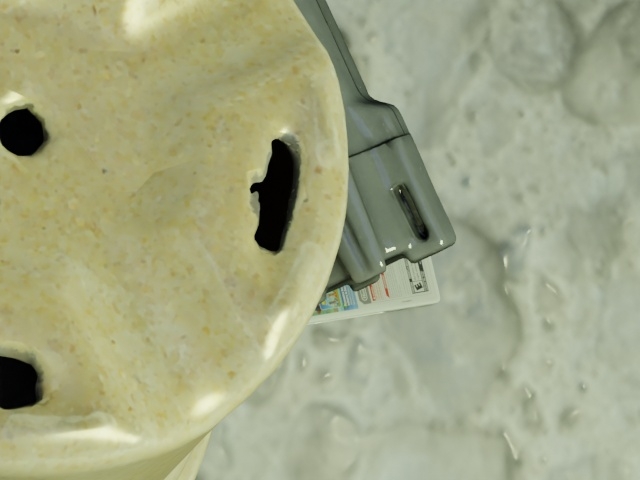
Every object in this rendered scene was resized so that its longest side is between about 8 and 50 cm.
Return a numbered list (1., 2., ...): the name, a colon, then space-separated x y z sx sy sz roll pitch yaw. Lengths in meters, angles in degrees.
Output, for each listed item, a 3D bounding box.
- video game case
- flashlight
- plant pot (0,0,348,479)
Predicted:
1. video game case: 0.000 0.000 0.867 0.122 0.011 0.087 -8 79 -26
2. flashlight: -0.045 -0.113 0.829 0.103 0.103 0.304 -23 86 -14
3. plant pot: -0.145 0.001 0.637 0.334 0.305 0.333 7 73 -22
